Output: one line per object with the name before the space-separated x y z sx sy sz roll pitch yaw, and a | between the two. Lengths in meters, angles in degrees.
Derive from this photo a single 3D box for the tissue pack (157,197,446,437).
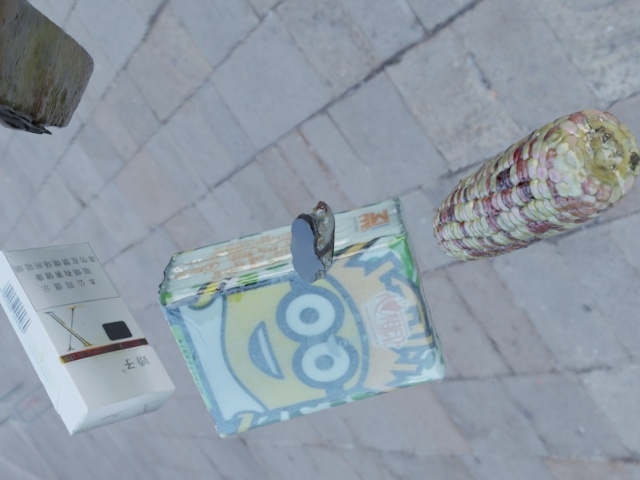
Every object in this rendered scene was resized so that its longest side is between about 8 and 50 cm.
tissue pack | -0.018 0.097 1.244 0.128 0.310 0.228 -94 -13 -60

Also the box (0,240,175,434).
box | -0.189 0.072 0.772 0.040 0.084 0.154 -51 63 31

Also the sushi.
sushi | 0.000 0.000 0.983 0.044 0.046 0.083 28 138 26

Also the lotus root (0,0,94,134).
lotus root | -0.339 -0.184 0.715 0.375 0.111 0.390 29 176 -39

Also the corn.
corn | 0.165 -0.036 0.829 0.086 0.086 0.253 53 155 -2
